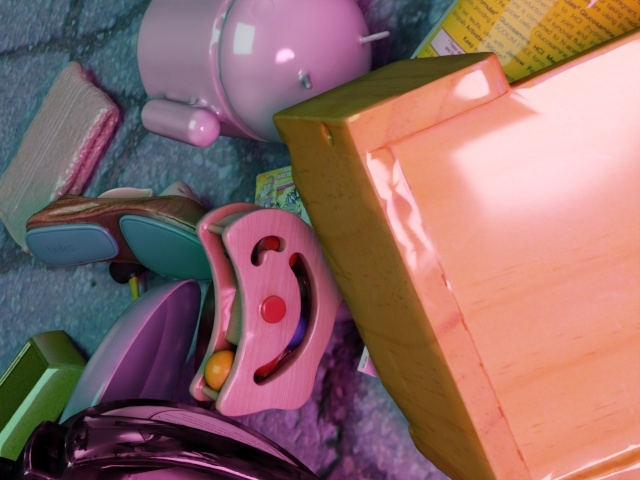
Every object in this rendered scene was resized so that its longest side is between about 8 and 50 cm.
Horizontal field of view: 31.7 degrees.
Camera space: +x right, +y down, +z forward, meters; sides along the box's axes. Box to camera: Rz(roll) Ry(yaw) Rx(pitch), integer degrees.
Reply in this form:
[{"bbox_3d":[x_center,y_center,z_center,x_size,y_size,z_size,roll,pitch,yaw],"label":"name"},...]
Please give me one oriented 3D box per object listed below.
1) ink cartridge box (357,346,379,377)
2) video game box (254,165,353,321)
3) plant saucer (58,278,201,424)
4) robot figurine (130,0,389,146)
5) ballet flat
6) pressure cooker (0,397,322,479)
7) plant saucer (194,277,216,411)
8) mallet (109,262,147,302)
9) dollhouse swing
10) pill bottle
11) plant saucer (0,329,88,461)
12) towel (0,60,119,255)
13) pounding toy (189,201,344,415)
[{"bbox_3d":[0.069,0.114,1.121,0.028,0.083,0.048,14,85,49],"label":"ink cartridge box"},{"bbox_3d":[0.000,0.000,1.269,0.205,0.048,0.187,-10,71,45],"label":"video game box"},{"bbox_3d":[-0.226,0.181,1.277,0.043,0.317,0.318,25,95,8],"label":"plant saucer"},{"bbox_3d":[-0.079,-0.219,1.324,0.353,0.200,0.300,14,57,50],"label":"robot figurine"},{"bbox_3d":[-0.233,-0.022,1.474,0.342,0.116,0.124,1,42,33],"label":"ballet flat"},{"bbox_3d":[-0.143,0.354,1.026,0.375,0.369,0.420,44,117,30],"label":"pressure cooker"},{"bbox_3d":[-0.116,0.121,1.321,0.168,0.029,0.169,-173,90,-72],"label":"plant saucer"},{"bbox_3d":[-0.251,0.099,1.514,0.062,0.039,0.190,-26,61,37],"label":"mallet"},{"bbox_3d":[0.190,-0.006,0.913,0.305,0.347,0.315,-28,14,-11],"label":"dollhouse swing"},{"bbox_3d":[0.232,-0.209,0.993,0.334,0.188,0.188,-52,44,20],"label":"pill bottle"},{"bbox_3d":[-0.413,0.217,1.569,0.188,0.045,0.188,-55,28,-4],"label":"plant saucer"},{"bbox_3d":[-0.417,-0.127,1.771,0.282,0.049,0.187,-58,44,12],"label":"towel"},{"bbox_3d":[-0.041,0.049,1.125,0.155,0.154,0.270,14,83,59],"label":"pounding toy"}]
